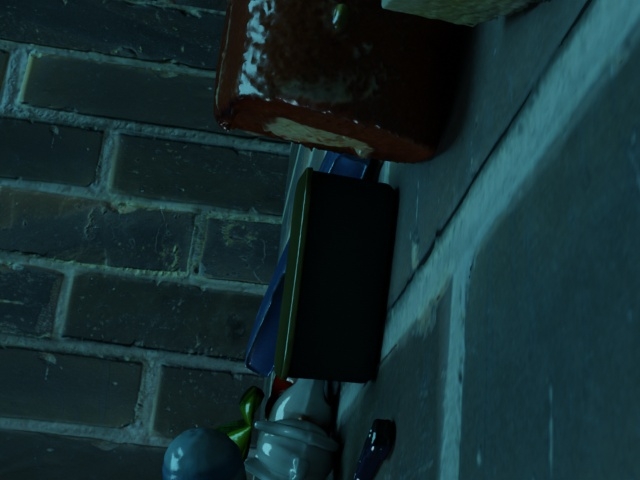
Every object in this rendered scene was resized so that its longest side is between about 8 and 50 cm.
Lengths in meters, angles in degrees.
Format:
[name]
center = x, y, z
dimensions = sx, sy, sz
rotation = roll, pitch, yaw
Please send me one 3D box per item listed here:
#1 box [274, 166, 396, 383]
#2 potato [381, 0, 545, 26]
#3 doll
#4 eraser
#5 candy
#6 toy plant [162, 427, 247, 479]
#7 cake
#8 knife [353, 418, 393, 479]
[box]
center = 0.013, 0.038, 0.968
dimensions = 0.144, 0.090, 0.201
rotation = 137, 141, -82
[potato]
center = 0.079, -0.160, 0.550
dimensions = 0.122, 0.086, 0.061
rotation = 178, 102, -79
[doll]
center = -0.030, 0.209, 1.231
dimensions = 0.384, 0.099, 0.188
rotation = -86, 12, -79
[eraser]
center = -0.016, 0.006, 1.191
dimensions = 0.144, 0.042, 0.312
rotation = -79, 12, -62
[candy]
center = -0.139, 0.293, 1.236
dimensions = 0.246, 0.069, 0.149
rotation = -49, 0, -6
[toy plant]
center = -0.102, 0.320, 0.967
dimensions = 0.332, 0.247, 0.247
rotation = 101, 175, -63
[cake]
center = 0.012, -0.146, 0.790
dimensions = 0.283, 0.176, 0.151
rotation = 178, 100, -79
[knife]
center = 0.043, 0.181, 0.833
dimensions = 0.121, 0.018, 0.031
rotation = 102, 176, -55
